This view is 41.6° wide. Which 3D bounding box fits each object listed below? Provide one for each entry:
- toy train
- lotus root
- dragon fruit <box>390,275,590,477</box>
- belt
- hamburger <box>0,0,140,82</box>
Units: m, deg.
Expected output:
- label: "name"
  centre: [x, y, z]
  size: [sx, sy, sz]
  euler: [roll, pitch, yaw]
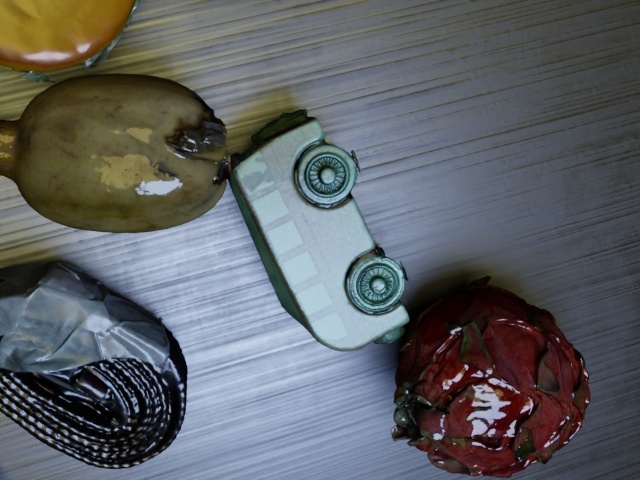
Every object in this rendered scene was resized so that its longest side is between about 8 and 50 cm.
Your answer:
- label: "toy train"
  centre: [0.000, 0.000, 1.059]
  size: [0.159, 0.129, 0.326]
  euler: [-26, 105, -2]
- label: "lotus root"
  centre: [-0.259, -0.099, 0.962]
  size: [0.310, 0.183, 0.182]
  euler: [0, 99, -10]
- label: "dragon fruit"
  centre: [0.209, 0.176, 1.067]
  size: [0.299, 0.244, 0.244]
  euler: [-12, 106, -51]
- label: "belt"
  centre: [-0.289, 0.146, 0.997]
  size: [0.289, 0.164, 0.184]
  euler: [36, 99, -16]
- label: "hamburger"
  centre: [-0.316, -0.291, 0.913]
  size: [0.246, 0.170, 0.246]
  euler: [-4, 98, -25]
